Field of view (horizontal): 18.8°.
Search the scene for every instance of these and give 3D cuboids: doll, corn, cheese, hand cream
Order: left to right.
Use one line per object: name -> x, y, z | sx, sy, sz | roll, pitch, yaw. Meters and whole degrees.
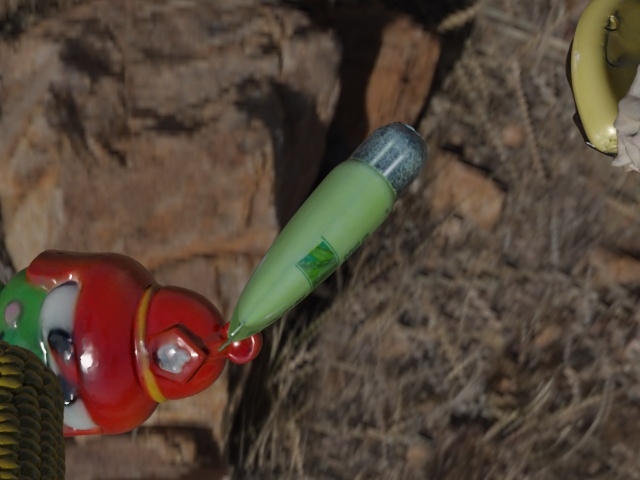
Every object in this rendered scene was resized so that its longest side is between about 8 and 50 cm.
corn -> -0.221, 0.176, 1.232 | 0.119, 0.119, 0.322 | 2, 39, -4
doll -> -0.228, 0.098, 1.856 | 0.363, 0.160, 0.182 | -1, 101, 19
hand cream -> 0.000, 0.000, 1.194 | 0.046, 0.095, 0.175 | 40, 78, -1
cheese -> 0.173, -0.124, 1.086 | 0.086, 0.036, 0.162 | -4, 65, -13

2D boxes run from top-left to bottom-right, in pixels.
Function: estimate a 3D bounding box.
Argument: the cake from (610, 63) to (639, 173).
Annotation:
cake -> 0.223, -0.051, 0.867 | 0.135, 0.147, 0.134 | 23, 95, 44
